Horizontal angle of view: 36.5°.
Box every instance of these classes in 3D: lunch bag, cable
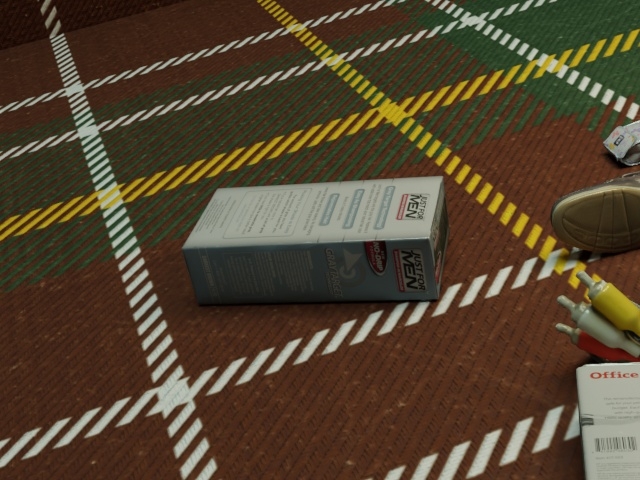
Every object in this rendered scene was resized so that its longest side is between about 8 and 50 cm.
[{"bbox_3d":[0.531,-0.165,1.645,0.083,0.053,0.071,-21,29,2],"label":"lunch bag"},{"bbox_3d":[0.405,0.148,1.134,0.287,0.139,0.072,36,54,26],"label":"cable"}]

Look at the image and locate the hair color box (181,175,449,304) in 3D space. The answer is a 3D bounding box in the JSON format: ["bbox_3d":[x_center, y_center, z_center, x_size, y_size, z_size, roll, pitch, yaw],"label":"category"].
[{"bbox_3d":[0.000,0.000,1.488,0.374,0.114,0.185,-3,32,16],"label":"hair color box"}]

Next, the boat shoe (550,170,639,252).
[{"bbox_3d":[0.469,-0.053,1.439,0.285,0.103,0.092,-11,25,-7],"label":"boat shoe"}]

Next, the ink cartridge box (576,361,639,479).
[{"bbox_3d":[0.350,0.220,1.033,0.139,0.082,0.191,-4,30,13],"label":"ink cartridge box"}]
